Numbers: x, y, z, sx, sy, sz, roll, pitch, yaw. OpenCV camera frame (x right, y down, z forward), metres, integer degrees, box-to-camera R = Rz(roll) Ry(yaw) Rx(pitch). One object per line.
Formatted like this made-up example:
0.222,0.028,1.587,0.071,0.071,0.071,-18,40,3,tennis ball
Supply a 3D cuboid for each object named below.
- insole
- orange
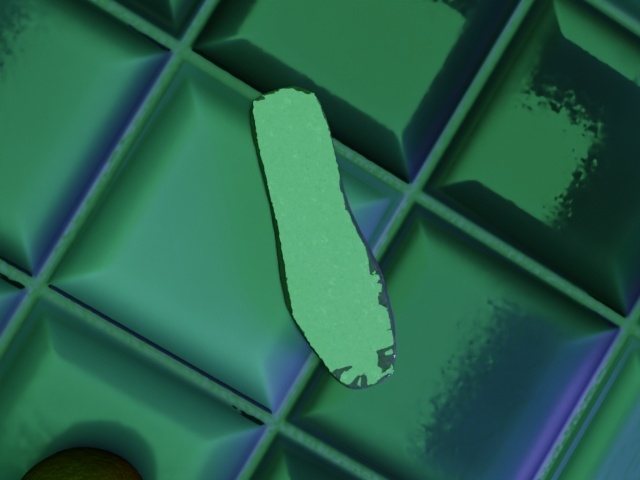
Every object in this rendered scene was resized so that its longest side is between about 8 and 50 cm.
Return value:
0.000,0.000,0.592,0.063,0.010,0.191,-17,93,-7,insole
-0.137,0.157,0.549,0.085,0.085,0.084,0,92,-7,orange
